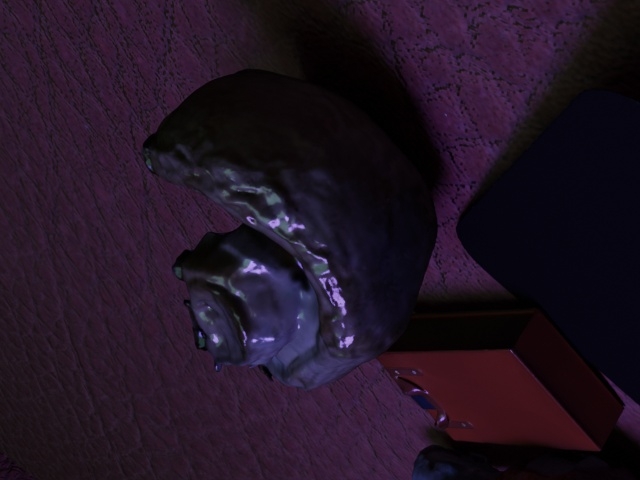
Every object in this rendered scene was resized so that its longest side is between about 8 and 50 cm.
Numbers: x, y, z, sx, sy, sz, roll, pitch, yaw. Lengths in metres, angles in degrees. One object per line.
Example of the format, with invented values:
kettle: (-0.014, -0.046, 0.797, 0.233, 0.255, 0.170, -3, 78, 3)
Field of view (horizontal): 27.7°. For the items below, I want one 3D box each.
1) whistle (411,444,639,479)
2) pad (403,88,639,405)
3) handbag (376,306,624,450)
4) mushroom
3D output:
whistle: (0.183, 0.237, 1.157, 0.346, 0.142, 0.134, 7, 120, 67)
pad: (0.207, -0.008, 0.854, 0.315, 0.063, 0.375, 41, 164, 2)
handbag: (0.143, 0.116, 1.090, 0.127, 0.063, 0.190, 46, 152, -21)
mushroom: (0.005, -0.002, 0.960, 0.164, 0.189, 0.267, 17, 133, 37)
